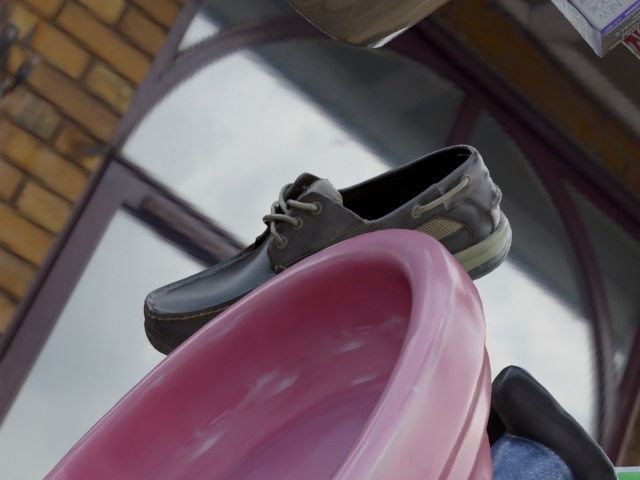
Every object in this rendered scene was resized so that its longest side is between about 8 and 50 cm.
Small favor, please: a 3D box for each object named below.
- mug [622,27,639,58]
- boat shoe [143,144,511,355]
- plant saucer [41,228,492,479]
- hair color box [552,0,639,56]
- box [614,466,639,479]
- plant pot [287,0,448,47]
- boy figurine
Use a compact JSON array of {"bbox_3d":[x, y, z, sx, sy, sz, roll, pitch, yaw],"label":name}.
[{"bbox_3d":[0.404,-0.320,1.828,0.169,0.113,0.150,52,-45,18],"label":"mug"},{"bbox_3d":[0.000,0.000,1.318,0.132,0.355,0.130,-141,-145,-61],"label":"boat shoe"},{"bbox_3d":[-0.050,0.137,0.601,0.084,0.332,0.332,46,-32,-14],"label":"plant saucer"},{"bbox_3d":[0.242,-0.374,1.441,0.339,0.185,0.110,52,5,13],"label":"hair color box"},{"bbox_3d":[0.268,0.335,1.061,0.127,0.231,0.262,0,-48,-11],"label":"box"},{"bbox_3d":[0.098,-0.293,0.927,0.274,0.256,0.256,-21,-48,30],"label":"plant pot"},{"bbox_3d":[0.020,0.193,0.731,0.092,0.285,0.177,48,-14,4],"label":"boy figurine"}]
